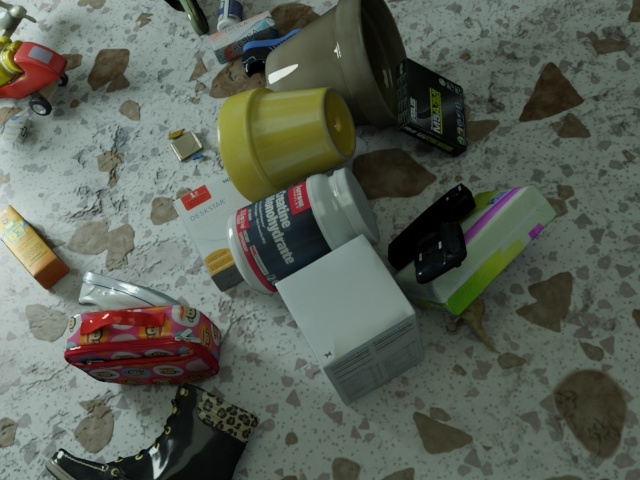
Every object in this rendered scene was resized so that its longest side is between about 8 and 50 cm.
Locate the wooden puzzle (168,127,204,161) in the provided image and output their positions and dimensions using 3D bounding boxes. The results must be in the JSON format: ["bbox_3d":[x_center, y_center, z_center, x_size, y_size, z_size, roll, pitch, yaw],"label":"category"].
[{"bbox_3d":[-0.344,-0.243,1.944,0.079,0.014,0.116,-28,60,2],"label":"wooden puzzle"}]

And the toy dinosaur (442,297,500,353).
[{"bbox_3d":[0.302,0.157,1.570,0.093,0.053,0.183,-20,60,0],"label":"toy dinosaur"}]

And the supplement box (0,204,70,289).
[{"bbox_3d":[-0.716,0.015,1.853,0.078,0.080,0.233,-44,60,-14],"label":"supplement box"}]

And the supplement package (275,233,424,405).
[{"bbox_3d":[0.066,0.163,1.497,0.198,0.262,0.199,-30,61,-4],"label":"supplement package"}]

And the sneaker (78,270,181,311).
[{"bbox_3d":[-0.436,0.144,1.729,0.258,0.094,0.091,14,85,23],"label":"sneaker"}]

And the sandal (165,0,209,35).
[{"bbox_3d":[-0.404,-0.687,2.136,0.086,0.120,0.302,-31,60,11],"label":"sandal"}]

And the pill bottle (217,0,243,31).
[{"bbox_3d":[-0.248,-0.627,2.092,0.067,0.067,0.120,-5,62,10],"label":"pill bottle"}]

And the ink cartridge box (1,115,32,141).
[{"bbox_3d":[-0.830,-0.297,2.069,0.048,0.028,0.083,8,65,17],"label":"ink cartridge box"}]

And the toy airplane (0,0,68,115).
[{"bbox_3d":[-0.912,-0.477,2.038,0.384,0.272,0.386,-33,53,-11],"label":"toy airplane"}]

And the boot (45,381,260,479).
[{"bbox_3d":[-0.328,0.421,1.520,0.377,0.138,0.284,19,69,17],"label":"boot"}]

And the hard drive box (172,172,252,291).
[{"bbox_3d":[-0.211,-0.027,1.758,0.181,0.089,0.232,-30,60,-5],"label":"hard drive box"}]

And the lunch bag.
[{"bbox_3d":[-0.368,0.210,1.570,0.293,0.258,0.120,-6,61,10],"label":"lunch bag"}]

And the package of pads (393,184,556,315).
[{"bbox_3d":[0.303,0.016,1.549,0.296,0.229,0.101,-42,100,-11],"label":"package of pads"}]

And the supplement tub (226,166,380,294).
[{"bbox_3d":[-0.036,-0.020,1.550,0.272,0.191,0.191,-24,60,13],"label":"supplement tub"}]

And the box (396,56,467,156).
[{"bbox_3d":[0.258,-0.309,1.764,0.045,0.184,0.190,-30,48,45],"label":"box"}]

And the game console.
[{"bbox_3d":[0.221,0.004,1.505,0.213,0.361,0.044,-42,100,18],"label":"game console"}]

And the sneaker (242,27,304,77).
[{"bbox_3d":[-0.093,-0.484,1.982,0.232,0.081,0.090,-10,64,15],"label":"sneaker"}]

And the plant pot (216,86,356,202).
[{"bbox_3d":[-0.061,-0.227,1.671,0.239,0.254,0.254,-12,60,25],"label":"plant pot"}]

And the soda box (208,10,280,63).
[{"bbox_3d":[-0.206,-0.549,2.048,0.183,0.058,0.063,-24,60,0],"label":"soda box"}]

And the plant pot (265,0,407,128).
[{"bbox_3d":[0.036,-0.399,1.804,0.280,0.323,0.323,-13,59,25],"label":"plant pot"}]
